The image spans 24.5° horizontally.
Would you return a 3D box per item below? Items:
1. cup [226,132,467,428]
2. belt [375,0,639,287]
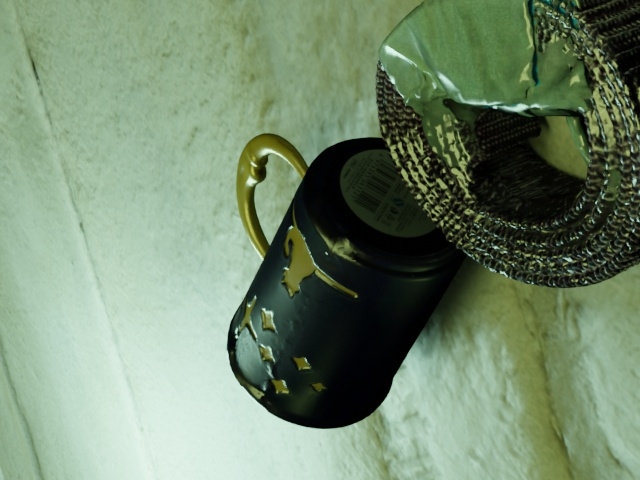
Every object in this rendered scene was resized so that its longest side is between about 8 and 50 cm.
[{"bbox_3d":[-0.006,0.015,1.399,0.255,0.178,0.256,33,137,7],"label":"cup"},{"bbox_3d":[0.171,-0.096,1.151,0.325,0.122,0.260,9,120,59],"label":"belt"}]
